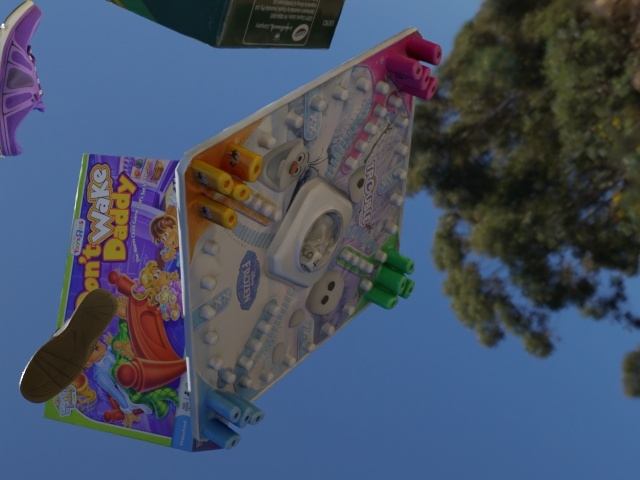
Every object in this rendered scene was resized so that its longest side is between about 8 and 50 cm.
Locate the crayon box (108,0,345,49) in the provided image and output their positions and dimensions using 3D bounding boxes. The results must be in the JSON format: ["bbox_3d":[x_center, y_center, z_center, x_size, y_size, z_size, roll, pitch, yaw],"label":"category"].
[{"bbox_3d":[-0.159,-0.283,1.006,0.323,0.083,0.203,28,-158,24],"label":"crayon box"}]

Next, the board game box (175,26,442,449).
[{"bbox_3d":[0.000,0.000,1.131,0.050,0.390,0.390,27,-136,29],"label":"board game box"}]

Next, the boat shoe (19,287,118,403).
[{"bbox_3d":[-0.286,0.125,1.139,0.056,0.049,0.152,38,-113,-1],"label":"boat shoe"}]

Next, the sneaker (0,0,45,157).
[{"bbox_3d":[-0.324,-0.170,1.060,0.071,0.170,0.068,15,180,-19],"label":"sneaker"}]

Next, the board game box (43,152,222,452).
[{"bbox_3d":[-0.213,0.072,1.259,0.078,0.233,0.347,15,-98,-63],"label":"board game box"}]
